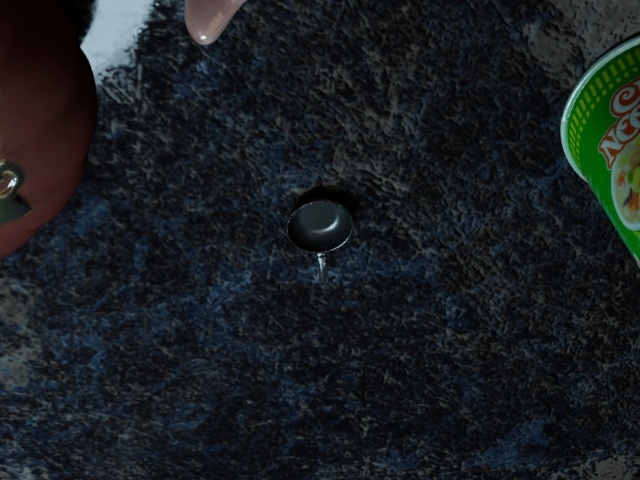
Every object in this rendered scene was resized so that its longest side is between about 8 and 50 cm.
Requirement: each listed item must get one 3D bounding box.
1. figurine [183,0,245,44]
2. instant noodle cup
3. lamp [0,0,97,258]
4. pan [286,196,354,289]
[{"bbox_3d":[0.020,-0.336,0.992,0.421,0.154,0.193,-34,162,10],"label":"figurine"},{"bbox_3d":[0.349,-0.049,1.207,0.207,0.233,0.207,-4,131,-5],"label":"instant noodle cup"},{"bbox_3d":[-0.332,-0.109,1.057,0.303,0.257,0.303,-4,130,-5],"label":"lamp"},{"bbox_3d":[0.000,0.000,1.340,0.068,0.023,0.115,-5,127,-3],"label":"pan"}]
